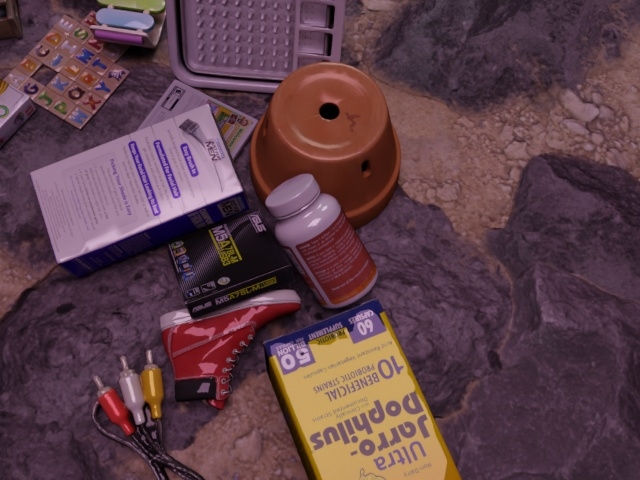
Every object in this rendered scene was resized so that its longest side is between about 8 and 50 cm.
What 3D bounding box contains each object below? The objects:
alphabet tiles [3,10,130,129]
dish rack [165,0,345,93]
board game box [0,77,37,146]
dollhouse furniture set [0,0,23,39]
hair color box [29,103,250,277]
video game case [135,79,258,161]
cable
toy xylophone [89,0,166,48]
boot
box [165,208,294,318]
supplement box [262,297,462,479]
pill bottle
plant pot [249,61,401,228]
[{"bbox_3d":[-0.486,-0.355,1.493,0.198,0.009,0.237,30,70,10],"label":"alphabet tiles"},{"bbox_3d":[-0.122,-0.424,1.414,0.332,0.286,0.072,4,41,-1],"label":"dish rack"},{"bbox_3d":[-0.713,-0.198,1.395,0.193,0.053,0.305,32,70,9],"label":"board game box"},{"bbox_3d":[-0.679,-0.490,1.444,0.129,0.184,0.129,-13,69,-8],"label":"dollhouse furniture set"},{"bbox_3d":[-0.315,-0.088,1.320,0.338,0.110,0.185,-22,73,-2],"label":"hair color box"},{"bbox_3d":[-0.254,-0.188,1.427,0.193,0.023,0.212,27,69,9],"label":"video game case"},{"bbox_3d":[-0.280,0.328,1.192,0.139,0.072,0.287,-26,72,-6],"label":"cable"},{"bbox_3d":[-0.341,-0.515,1.519,0.236,0.081,0.323,1,65,-3],"label":"toy xylophone"},{"bbox_3d":[-0.136,0.185,1.253,0.244,0.088,0.176,-15,74,-5],"label":"boot"},{"bbox_3d":[-0.160,0.035,1.282,0.184,0.045,0.191,-21,38,-8],"label":"box"},{"bbox_3d":[0.065,0.305,1.148,0.194,0.195,0.357,-21,71,-10],"label":"supplement box"},{"bbox_3d":[0.000,0.000,1.254,0.121,0.121,0.216,-39,115,-16],"label":"pill bottle"},{"bbox_3d":[0.011,-0.183,1.340,0.290,0.203,0.291,1,67,-2],"label":"plant pot"}]
